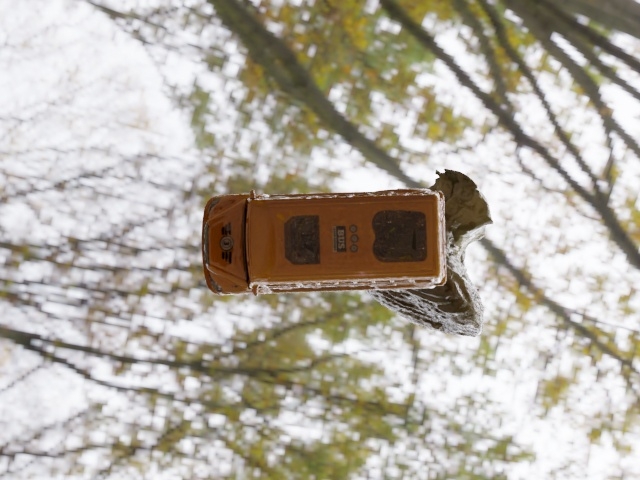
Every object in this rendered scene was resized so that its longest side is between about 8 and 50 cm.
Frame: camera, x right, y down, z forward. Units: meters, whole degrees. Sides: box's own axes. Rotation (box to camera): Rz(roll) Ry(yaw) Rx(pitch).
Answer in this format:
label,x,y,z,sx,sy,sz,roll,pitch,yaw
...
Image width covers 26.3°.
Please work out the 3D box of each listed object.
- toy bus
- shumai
label,x,y,z,sx,sy,sz,roll,pitch,yaw
toy bus,0.000,0.000,1.068,0.088,0.194,0.083,17,71,-84
shumai,0.117,0.003,1.514,0.209,0.161,0.153,32,-100,21
